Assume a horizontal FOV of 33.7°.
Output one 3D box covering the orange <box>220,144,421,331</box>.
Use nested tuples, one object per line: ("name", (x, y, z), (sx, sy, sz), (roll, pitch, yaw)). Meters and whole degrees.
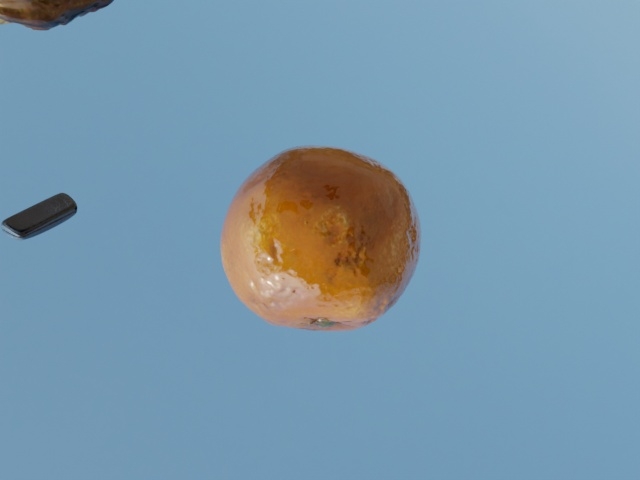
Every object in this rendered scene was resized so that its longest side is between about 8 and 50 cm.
("orange", (0.000, 0.000, 1.371), (0.261, 0.261, 0.261), (15, -132, -17))

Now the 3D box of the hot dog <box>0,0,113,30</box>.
("hot dog", (-0.315, -0.257, 0.981), (0.259, 0.114, 0.175), (9, -149, 38))

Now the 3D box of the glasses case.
("glasses case", (-0.300, -0.022, 1.133), (0.033, 0.023, 0.083), (36, -131, 26))
